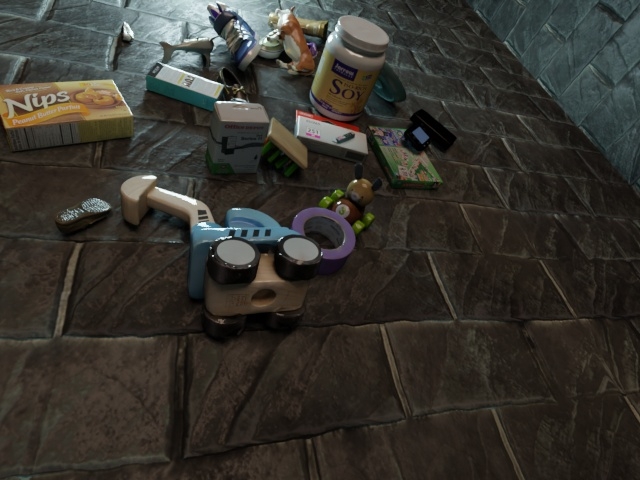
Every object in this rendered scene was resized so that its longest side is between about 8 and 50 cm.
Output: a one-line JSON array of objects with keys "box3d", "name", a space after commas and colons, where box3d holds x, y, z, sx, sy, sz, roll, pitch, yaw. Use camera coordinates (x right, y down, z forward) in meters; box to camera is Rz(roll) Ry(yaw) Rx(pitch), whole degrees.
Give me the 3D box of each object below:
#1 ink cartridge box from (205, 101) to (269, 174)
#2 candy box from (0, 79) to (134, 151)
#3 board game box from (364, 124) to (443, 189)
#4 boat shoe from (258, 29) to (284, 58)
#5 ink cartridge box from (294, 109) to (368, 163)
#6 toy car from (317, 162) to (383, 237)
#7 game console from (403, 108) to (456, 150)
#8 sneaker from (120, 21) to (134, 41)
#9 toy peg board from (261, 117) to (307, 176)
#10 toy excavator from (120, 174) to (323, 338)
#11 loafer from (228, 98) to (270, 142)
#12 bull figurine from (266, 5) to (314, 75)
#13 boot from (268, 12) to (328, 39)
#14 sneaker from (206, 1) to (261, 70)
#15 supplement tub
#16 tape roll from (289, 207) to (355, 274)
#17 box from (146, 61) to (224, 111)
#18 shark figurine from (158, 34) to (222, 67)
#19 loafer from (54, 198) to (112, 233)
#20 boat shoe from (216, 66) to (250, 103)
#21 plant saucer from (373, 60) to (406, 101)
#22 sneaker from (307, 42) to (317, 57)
[{"box3d": [-0.255, -0.305, 1.250, 0.153, 0.208, 0.087, -7, 55, -27], "name": "ink cartridge box"}, {"box3d": [-0.731, -0.367, 1.185, 0.316, 0.087, 0.183, -20, 61, -34], "name": "candy box"}, {"box3d": [0.324, -0.331, 1.630, 0.213, 0.046, 0.317, 0, 52, -25], "name": "board game box"}, {"box3d": [-0.197, -0.915, 1.873, 0.109, 0.094, 0.302, 32, 47, 5], "name": "boat shoe"}, {"box3d": [0.040, -0.417, 1.575, 0.275, 0.060, 0.239, 12, 50, -14], "name": "ink cartridge box"}, {"box3d": [0.111, -0.135, 1.267, 0.155, 0.188, 0.149, 38, 37, 11], "name": "toy car"}, {"box3d": [0.451, -0.449, 1.741, 0.213, 0.044, 0.361, 42, 39, 5], "name": "game console"}, {"box3d": [-0.743, -0.800, 1.589, 0.044, 0.040, 0.109, 9, 50, -38], "name": "sneaker"}, {"box3d": [-0.128, -0.304, 1.377, 0.161, 0.079, 0.160, 39, 26, -26], "name": "toy peg board"}, {"box3d": [-0.259, 0.001, 1.023, 0.433, 0.222, 0.445, -1, 39, -23], "name": "toy excavator"}, {"box3d": [-0.241, -0.417, 1.441, 0.223, 0.076, 0.078, 38, 43, 4], "name": "loafer"}, {"box3d": [-0.131, -0.864, 1.786, 0.188, 0.101, 0.310, -34, 100, -36], "name": "bull figurine"}, {"box3d": [-0.101, -1.072, 2.047, 0.269, 0.089, 0.236, 12, 24, 2], "name": "boot"}, {"box3d": [-0.366, -0.831, 1.656, 0.236, 0.130, 0.323, 33, 32, -30], "name": "sneaker"}, {"box3d": [0.111, -0.673, 1.634, 0.241, 0.331, 0.241, 12, 48, -13], "name": "supplement tub"}, {"box3d": [0.000, 0.000, 1.188, 0.189, 0.080, 0.189, 12, 47, -14], "name": "tape roll"}, {"box3d": [-0.477, -0.543, 1.461, 0.244, 0.060, 0.100, 17, 47, -9], "name": "box"}, {"box3d": [-0.477, -0.727, 1.598, 0.166, 0.116, 0.278, 5, 30, 27], "name": "shark figurine"}, {"box3d": [-0.585, -0.061, 1.015, 0.056, 0.050, 0.148, 41, 32, 9], "name": "loafer"}, {"box3d": [-0.321, -0.551, 1.528, 0.081, 0.068, 0.228, -18, 61, -34], "name": "boat shoe"}, {"box3d": [0.250, -0.722, 1.814, 0.044, 0.317, 0.317, -45, 72, 3], "name": "plant saucer"}, {"box3d": [-0.052, -0.892, 1.931, 0.068, 0.071, 0.170, 25, 46, -2], "name": "sneaker"}]
